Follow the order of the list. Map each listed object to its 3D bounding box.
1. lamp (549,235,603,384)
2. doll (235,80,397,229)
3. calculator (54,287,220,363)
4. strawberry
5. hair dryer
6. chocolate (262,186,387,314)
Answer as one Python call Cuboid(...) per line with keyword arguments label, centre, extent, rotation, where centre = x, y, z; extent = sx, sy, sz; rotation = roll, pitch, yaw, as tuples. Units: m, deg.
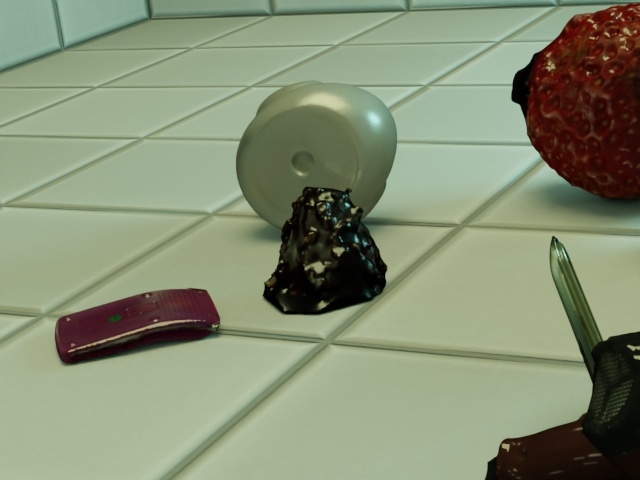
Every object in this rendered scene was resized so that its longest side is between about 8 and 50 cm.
Cuboid(label="lamp", centre=(0.320, 0.057, 1.318), extent=(0.283, 0.203, 0.124), rotation=(-22, 4, -29))
Cuboid(label="doll", centre=(-0.001, -0.115, 1.972), extent=(0.251, 0.221, 0.221), rotation=(-36, 8, 22))
Cuboid(label="calculator", centre=(-0.217, 0.095, 1.650), extent=(0.190, 0.034, 0.126), rotation=(-11, 20, -10))
Cuboid(label="strawberry", centre=(0.435, -0.182, 1.877), extent=(0.291, 0.292, 0.310), rotation=(-11, 22, -13))
Cuboid(label="hair dryer", centre=(0.267, 0.175, 1.100), extent=(0.312, 0.123, 0.340), rotation=(22, -25, -25))
Cuboid(label="chocolate", centre=(0.000, 0.000, 1.699), extent=(0.156, 0.133, 0.156), rotation=(-7, 16, 2))
